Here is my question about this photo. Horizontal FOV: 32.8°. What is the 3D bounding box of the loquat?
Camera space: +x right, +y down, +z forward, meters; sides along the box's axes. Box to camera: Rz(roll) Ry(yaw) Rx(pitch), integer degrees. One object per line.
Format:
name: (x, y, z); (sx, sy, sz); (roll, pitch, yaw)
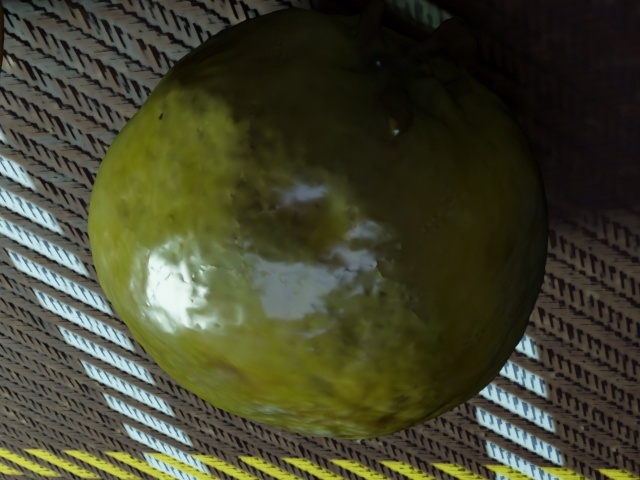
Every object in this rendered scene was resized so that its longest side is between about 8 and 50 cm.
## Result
loquat: (0.000, 0.000, 0.542); (0.238, 0.193, 0.238); (13, 134, 14)

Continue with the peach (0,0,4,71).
peach: (-0.240, -0.102, 0.518); (0.184, 0.184, 0.184); (9, 138, 9)
